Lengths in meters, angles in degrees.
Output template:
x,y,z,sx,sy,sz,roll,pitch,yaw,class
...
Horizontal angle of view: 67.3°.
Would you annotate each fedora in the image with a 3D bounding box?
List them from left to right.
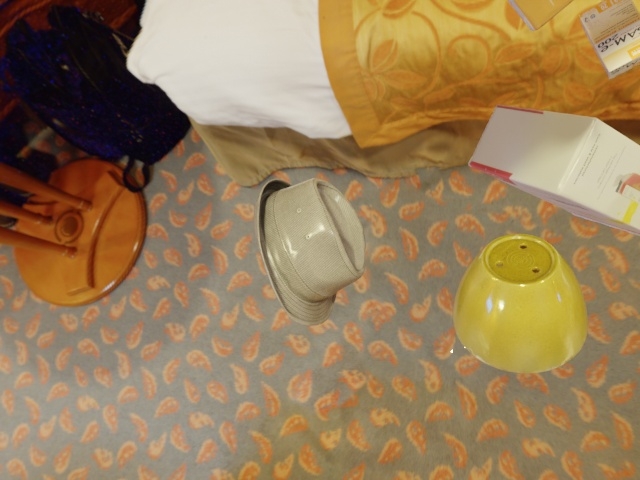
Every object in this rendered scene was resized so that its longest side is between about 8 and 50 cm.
x,y,z,sx,sy,sz,roll,pitch,yaw,class
0.000,0.000,0.851,0.124,0.244,0.275,-25,67,26,fedora

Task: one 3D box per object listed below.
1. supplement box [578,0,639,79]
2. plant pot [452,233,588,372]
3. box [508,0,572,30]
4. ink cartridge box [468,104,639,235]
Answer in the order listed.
x,y,z,sx,sy,sz,roll,pitch,yaw,class
0.410,-0.284,0.664,0.062,0.036,0.098,-27,74,30,supplement box
0.199,0.050,0.487,0.134,0.095,0.134,-11,42,10,plant pot
0.251,-0.403,0.400,0.345,0.215,0.168,-39,47,31,box
0.588,-0.154,1.096,0.279,0.385,0.160,41,111,60,ink cartridge box
